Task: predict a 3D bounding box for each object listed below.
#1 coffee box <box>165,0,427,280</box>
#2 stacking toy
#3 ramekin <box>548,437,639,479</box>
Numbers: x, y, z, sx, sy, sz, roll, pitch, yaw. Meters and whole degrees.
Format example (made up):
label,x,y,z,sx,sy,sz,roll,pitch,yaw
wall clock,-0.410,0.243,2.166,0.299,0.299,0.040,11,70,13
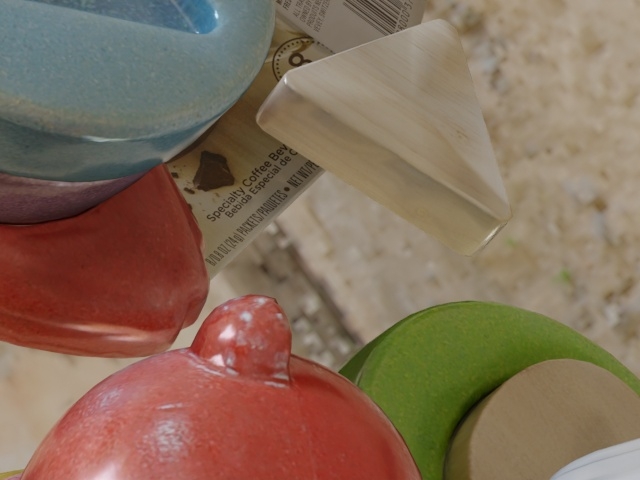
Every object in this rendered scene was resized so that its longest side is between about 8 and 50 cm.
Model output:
label,x,y,z,sx,sy,sz,roll,pitch,yaw
coffee box,-0.117,-0.136,0.933,0.297,0.119,0.168,34,130,-16
stacking toy,0.000,0.000,0.500,0.130,0.280,0.309,-50,53,43
ramekin,0.111,0.154,0.377,0.273,0.127,0.272,-9,-90,-76
